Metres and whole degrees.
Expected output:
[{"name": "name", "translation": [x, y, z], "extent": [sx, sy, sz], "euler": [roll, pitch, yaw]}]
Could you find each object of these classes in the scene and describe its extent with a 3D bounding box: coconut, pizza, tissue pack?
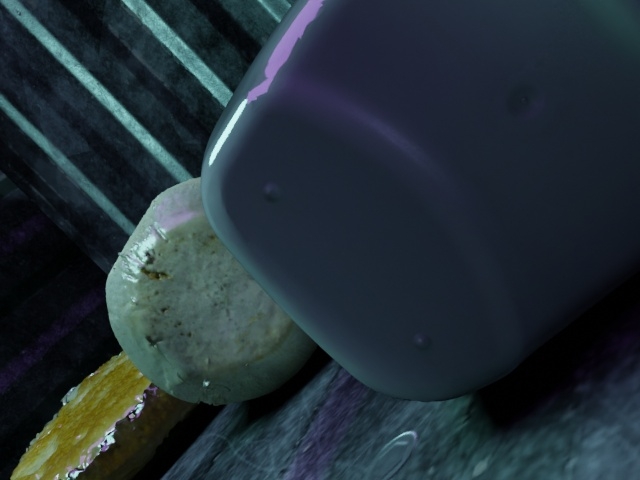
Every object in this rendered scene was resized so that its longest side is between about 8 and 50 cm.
[{"name": "coconut", "translation": [-0.102, 0.050, 0.890], "extent": [0.245, 0.245, 0.247], "euler": [-44, 2, 0]}, {"name": "pizza", "translation": [-0.287, 0.259, 1.078], "extent": [0.435, 0.080, 0.392], "euler": [-34, 16, 31]}, {"name": "tissue pack", "translation": [0.108, -0.093, 0.453], "extent": [0.333, 0.229, 0.236], "euler": [-42, 8, 20]}]

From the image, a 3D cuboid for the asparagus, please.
[{"name": "asparagus", "translation": [-0.203, 0.258, 1.079], "extent": [0.034, 0.027, 0.236], "euler": [-6, 34, 45]}]
